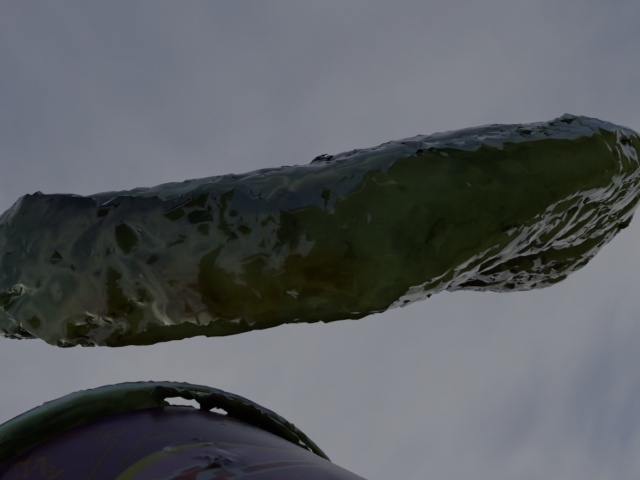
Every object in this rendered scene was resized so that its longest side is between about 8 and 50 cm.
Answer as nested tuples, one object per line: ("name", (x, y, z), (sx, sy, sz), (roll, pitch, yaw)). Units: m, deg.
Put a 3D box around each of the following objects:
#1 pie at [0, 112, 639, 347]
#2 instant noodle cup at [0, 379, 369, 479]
("pie", (0.000, 0.000, 0.463), (0.240, 0.240, 0.054), (-5, -93, -54))
("instant noodle cup", (-0.002, 0.234, 0.504), (0.340, 0.266, 0.340), (-6, -81, -42))
